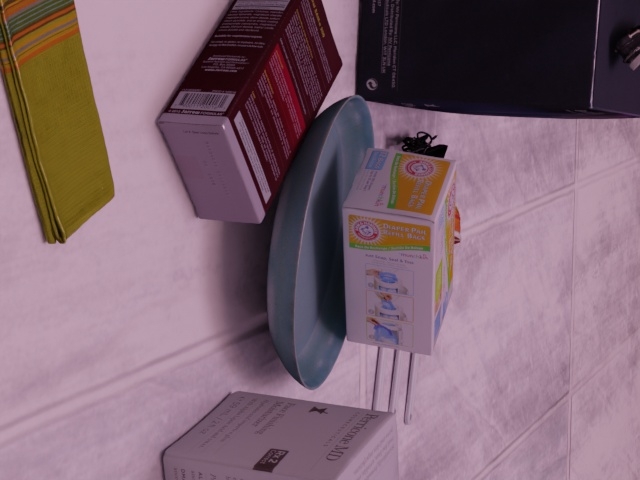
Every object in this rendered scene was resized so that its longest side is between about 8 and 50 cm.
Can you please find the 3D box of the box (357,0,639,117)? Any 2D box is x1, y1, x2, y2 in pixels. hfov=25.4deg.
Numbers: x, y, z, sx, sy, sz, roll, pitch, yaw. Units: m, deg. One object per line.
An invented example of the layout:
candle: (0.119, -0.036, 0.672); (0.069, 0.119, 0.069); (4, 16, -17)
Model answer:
box: (0.236, -0.244, 1.752); (0.296, 0.294, 0.182); (-6, 99, -64)

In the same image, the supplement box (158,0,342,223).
supplement box: (-0.062, -0.146, 1.384); (0.130, 0.073, 0.239); (71, 34, -42)

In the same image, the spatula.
spatula: (0.111, 0.127, 1.868); (0.168, 0.019, 0.242); (11, 83, -66)

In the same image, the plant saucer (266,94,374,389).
plant saucer: (0.000, 0.000, 1.518); (0.317, 0.044, 0.317); (9, 90, -76)

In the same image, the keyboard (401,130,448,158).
keyboard: (0.112, -0.099, 1.834); (0.192, 0.038, 0.100); (-23, 138, -64)

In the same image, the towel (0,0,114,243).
towel: (-0.210, -0.122, 1.129); (0.102, 0.021, 0.237); (-48, 136, -52)

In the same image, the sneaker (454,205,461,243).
sneaker: (0.143, -0.040, 1.877); (0.175, 0.064, 0.067); (38, 46, -70)

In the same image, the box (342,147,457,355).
box: (0.089, 0.012, 1.579); (0.114, 0.103, 0.203); (-67, 161, -45)

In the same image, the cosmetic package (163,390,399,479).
cosmetic package: (-0.032, 0.253, 1.379); (0.151, 0.184, 0.151); (-39, 128, -59)

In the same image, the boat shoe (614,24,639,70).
boat shoe: (0.371, -0.232, 1.646); (0.046, 0.038, 0.125); (-48, 176, 35)
